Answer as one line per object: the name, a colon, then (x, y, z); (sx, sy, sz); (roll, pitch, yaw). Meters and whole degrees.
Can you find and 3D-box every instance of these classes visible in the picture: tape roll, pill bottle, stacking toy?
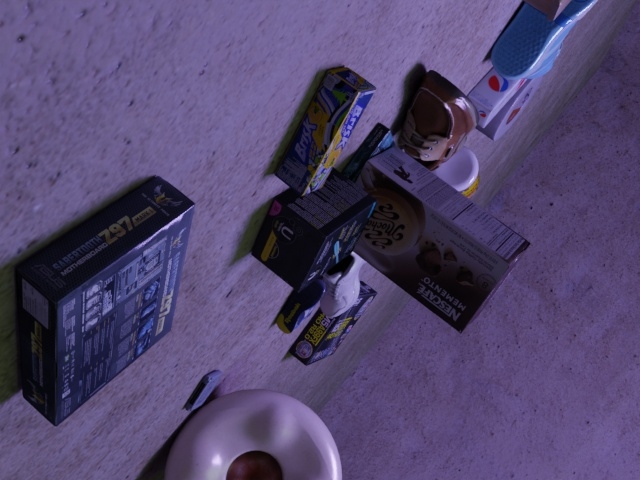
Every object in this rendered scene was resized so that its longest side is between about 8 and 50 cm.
tape roll: (0.487, -0.367, 2.075); (0.219, 0.072, 0.219); (-48, 165, -17)
pill bottle: (0.338, -0.162, 2.000); (0.117, 0.117, 0.215); (-53, 167, 2)
stacking toy: (-0.160, 0.496, 1.761); (0.351, 0.350, 0.480); (-50, -178, -12)

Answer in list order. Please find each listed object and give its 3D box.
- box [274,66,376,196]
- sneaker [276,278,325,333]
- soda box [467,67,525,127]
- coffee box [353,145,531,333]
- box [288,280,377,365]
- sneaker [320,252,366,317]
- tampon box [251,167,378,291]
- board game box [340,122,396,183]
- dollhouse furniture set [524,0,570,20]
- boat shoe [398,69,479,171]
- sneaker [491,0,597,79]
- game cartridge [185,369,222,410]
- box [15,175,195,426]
box: (0.005, -0.145, 1.072); (0.059, 0.054, 0.169); (-29, 154, -58)
sneaker: (-0.035, 0.127, 1.641); (0.144, 0.053, 0.059); (-50, 168, 27)
soda box: (0.423, -0.366, 1.870); (0.216, 0.069, 0.074); (-47, 166, -21)
coffee box: (0.186, -0.004, 1.393); (0.119, 0.297, 0.168); (-33, 157, -53)
box: (0.038, 0.208, 2.069); (0.216, 0.060, 0.270); (-54, 167, 8)
sneaker: (0.034, 0.074, 1.693); (0.115, 0.090, 0.232); (-25, 141, -50)
tampon box: (-0.009, -0.021, 1.239); (0.161, 0.101, 0.120); (-35, 157, -50)
board game box: (0.090, -0.132, 1.447); (0.126, 0.026, 0.186); (-53, 166, 0)
dollhouse furniture set: (0.303, -0.469, 0.986); (0.303, 0.173, 0.355); (-49, 166, -17)
boat shoe: (0.209, -0.200, 1.478); (0.120, 0.122, 0.324); (-48, 166, -4)
sneaker: (0.508, -0.484, 1.747); (0.319, 0.127, 0.208); (-47, 167, 20)
game cartridge: (-0.217, 0.279, 1.495); (0.083, 0.017, 0.056); (-56, 163, 16)
box: (-0.224, 0.066, 0.835); (0.183, 0.059, 0.233); (-41, 162, -39)
